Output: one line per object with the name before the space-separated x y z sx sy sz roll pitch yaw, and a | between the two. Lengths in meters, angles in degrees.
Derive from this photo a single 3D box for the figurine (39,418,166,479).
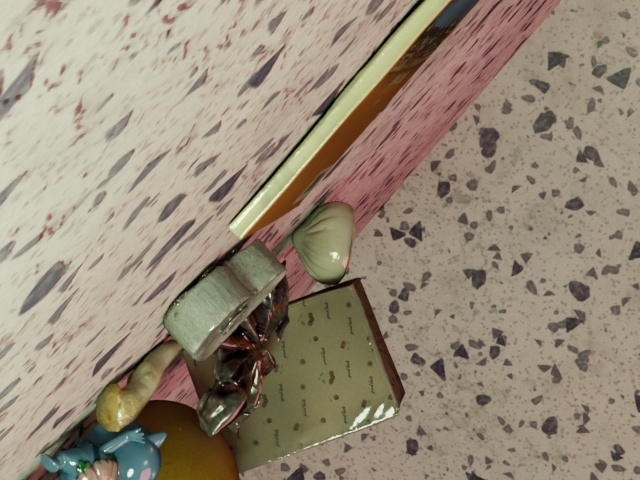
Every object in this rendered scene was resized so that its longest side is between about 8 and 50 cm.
figurine | -0.296 0.282 1.626 0.178 0.145 0.114 -7 108 -53

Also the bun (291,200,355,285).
bun | 0.000 0.000 2.039 0.138 0.094 0.138 -168 -90 -81

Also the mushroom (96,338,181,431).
mushroom | -0.234 0.183 1.650 0.059 0.054 0.202 -44 -176 30

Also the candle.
candle | -0.134 0.085 1.596 0.168 0.068 0.192 -49 172 38

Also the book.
book | 0.052 -0.159 1.471 0.374 0.028 0.262 -48 175 17

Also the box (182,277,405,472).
box | -0.038 0.216 2.052 0.297 0.225 0.190 -21 179 6

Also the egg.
egg | -0.240 0.365 1.826 0.250 0.250 0.322 -49 -159 18

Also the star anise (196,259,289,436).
star anise | -0.119 0.151 1.818 0.212 0.129 0.282 -62 156 -61
